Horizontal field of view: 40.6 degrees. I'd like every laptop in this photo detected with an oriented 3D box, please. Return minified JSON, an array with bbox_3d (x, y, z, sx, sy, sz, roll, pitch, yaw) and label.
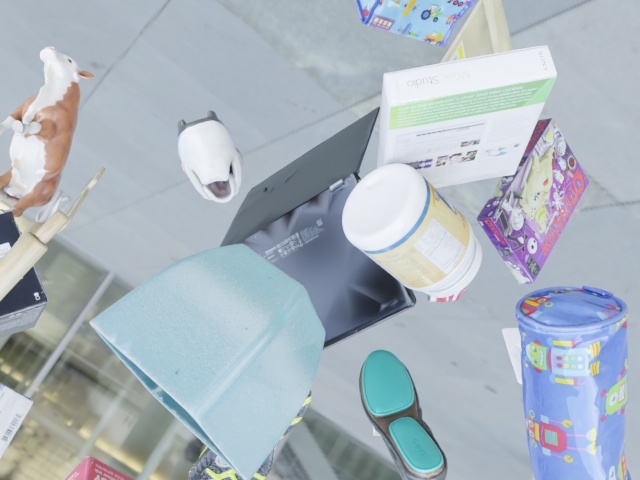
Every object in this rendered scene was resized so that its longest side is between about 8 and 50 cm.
[{"bbox_3d":[0.000,0.000,1.709,0.382,0.236,0.407,-30,79,31],"label":"laptop"}]

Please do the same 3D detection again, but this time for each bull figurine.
[{"bbox_3d":[-0.497,-0.178,1.509,0.101,0.188,0.310,27,120,14],"label":"bull figurine"}]

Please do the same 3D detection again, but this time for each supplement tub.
[{"bbox_3d":[0.144,-0.010,1.324,0.144,0.144,0.200,12,160,48],"label":"supplement tub"}]

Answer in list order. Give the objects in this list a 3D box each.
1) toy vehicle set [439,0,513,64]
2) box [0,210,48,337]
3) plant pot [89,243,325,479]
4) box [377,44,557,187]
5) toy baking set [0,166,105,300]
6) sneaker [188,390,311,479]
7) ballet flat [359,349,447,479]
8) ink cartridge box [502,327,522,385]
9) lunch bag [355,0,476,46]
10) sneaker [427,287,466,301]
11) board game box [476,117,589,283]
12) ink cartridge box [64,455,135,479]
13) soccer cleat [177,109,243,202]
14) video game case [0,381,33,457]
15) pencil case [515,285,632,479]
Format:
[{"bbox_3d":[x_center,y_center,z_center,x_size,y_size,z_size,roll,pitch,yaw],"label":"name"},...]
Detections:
[{"bbox_3d":[0.259,-0.289,1.562,0.035,0.165,0.267,10,145,-17],"label":"toy vehicle set"},{"bbox_3d":[-0.504,0.061,1.345,0.155,0.093,0.158,65,150,8],"label":"box"},{"bbox_3d":[-0.135,0.157,1.299,0.248,0.252,0.247,33,159,33],"label":"plant pot"},{"bbox_3d":[0.205,-0.168,1.305,0.233,0.058,0.322,-10,161,-2],"label":"box"},{"bbox_3d":[-0.347,0.006,1.012,0.030,0.256,0.197,44,176,-19],"label":"toy baking set"},{"bbox_3d":[-0.150,0.416,1.912,0.145,0.384,0.147,36,-165,-17],"label":"sneaker"},{"bbox_3d":[0.125,0.303,1.403,0.280,0.095,0.096,-110,12,-52],"label":"ballet flat"},{"bbox_3d":[0.372,0.194,1.382,0.180,0.104,0.060,1,143,-15],"label":"ink cartridge box"},{"bbox_3d":[0.160,-0.574,1.854,0.221,0.293,0.138,7,135,-34],"label":"lunch bag"},{"bbox_3d":[0.228,0.052,1.539,0.067,0.118,0.042,4,-172,-3],"label":"sneaker"},{"bbox_3d":[0.494,-0.094,1.984,0.056,0.346,0.208,-1,134,46],"label":"board game box"},{"bbox_3d":[-0.396,0.572,1.334,0.160,0.279,0.384,39,-166,-22],"label":"ink cartridge box"},{"bbox_3d":[-0.198,-0.124,1.600,0.331,0.116,0.143,81,171,-81],"label":"soccer cleat"},{"bbox_3d":[-0.486,0.269,1.090,0.042,0.232,0.210,19,160,22],"label":"video game case"},{"bbox_3d":[0.306,0.197,1.020,0.119,0.133,0.306,19,128,50],"label":"pencil case"}]
